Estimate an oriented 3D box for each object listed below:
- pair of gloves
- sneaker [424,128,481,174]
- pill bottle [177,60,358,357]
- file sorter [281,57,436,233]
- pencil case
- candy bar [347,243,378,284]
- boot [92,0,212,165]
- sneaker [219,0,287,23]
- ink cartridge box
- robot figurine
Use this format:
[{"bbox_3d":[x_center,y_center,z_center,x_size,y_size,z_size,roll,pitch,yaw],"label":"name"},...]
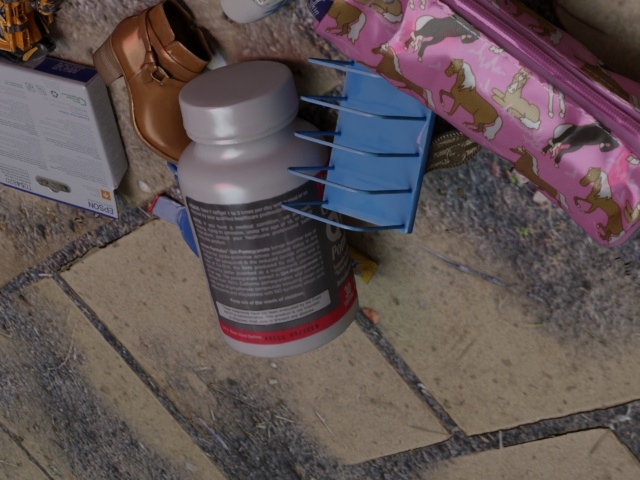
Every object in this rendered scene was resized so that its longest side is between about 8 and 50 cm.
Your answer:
[{"bbox_3d":[-0.148,-0.040,1.729,0.159,0.023,0.198,34,141,5],"label":"pair of gloves"},{"bbox_3d":[0.122,-0.101,1.457,0.118,0.067,0.042,-23,112,15],"label":"sneaker"},{"bbox_3d":[-0.066,-0.038,1.536,0.176,0.176,0.318,8,124,32],"label":"pill bottle"},{"bbox_3d":[0.037,-0.102,1.394,0.118,0.104,0.170,19,104,35],"label":"file sorter"},{"bbox_3d":[0.179,-0.157,1.260,0.386,0.167,0.160,37,120,1],"label":"pencil case"},{"bbox_3d":[0.000,0.000,1.657,0.161,0.018,0.040,33,140,7],"label":"candy bar"},{"bbox_3d":[-0.171,-0.184,1.574,0.152,0.073,0.197,-26,112,44],"label":"boot"},{"bbox_3d":[-0.042,-0.287,1.364,0.085,0.086,0.237,47,141,-12],"label":"sneaker"},{"bbox_3d":[-0.366,-0.149,1.773,0.223,0.045,0.224,17,136,25],"label":"ink cartridge box"},{"bbox_3d":[-0.452,-0.322,1.642,0.291,0.085,0.211,20,133,21],"label":"robot figurine"}]
